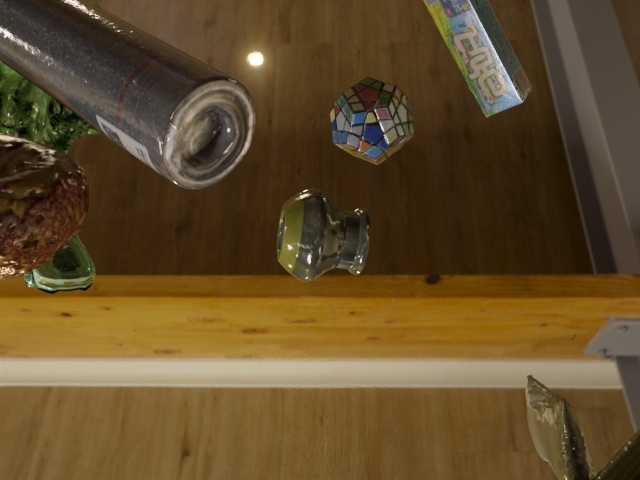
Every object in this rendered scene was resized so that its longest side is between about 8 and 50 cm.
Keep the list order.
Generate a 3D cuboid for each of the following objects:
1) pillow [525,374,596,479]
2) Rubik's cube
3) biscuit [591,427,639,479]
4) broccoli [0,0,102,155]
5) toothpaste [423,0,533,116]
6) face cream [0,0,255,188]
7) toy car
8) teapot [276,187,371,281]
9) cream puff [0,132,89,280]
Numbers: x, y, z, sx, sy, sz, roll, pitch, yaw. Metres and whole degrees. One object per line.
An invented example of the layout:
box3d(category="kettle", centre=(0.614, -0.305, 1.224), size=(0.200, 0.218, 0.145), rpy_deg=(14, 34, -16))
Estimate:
box3d(category="pillow", centre=(0.362, 0.299, 0.900), size=(0.050, 0.230, 0.148), rpy_deg=(-5, -95, 4))
box3d(category="Rubik's cube", centre=(0.067, -0.151, 0.742), size=(0.093, 0.111, 0.111), rpy_deg=(-11, -133, 39))
box3d(category="biscuit", centre=(0.357, 0.346, 0.702), size=(0.323, 0.038, 0.099), rpy_deg=(-32, -109, -25))
box3d(category="broccoli", centre=(-0.413, -0.256, 0.854), size=(0.246, 0.265, 0.294), rpy_deg=(-5, -126, 43))
box3d(category="toothpaste", centre=(0.159, -0.232, 0.648), size=(0.070, 0.193, 0.044), rpy_deg=(-17, -157, 46))
box3d(category="face cream", centre=(-0.165, -0.128, 0.410), size=(0.284, 0.073, 0.073), rpy_deg=(33, -117, 28))
box3d(category="toy car", centre=(-0.379, 0.001, 0.808), size=(0.094, 0.058, 0.186), rpy_deg=(-3, -138, -42))
box3d(category="teapot", centre=(0.000, 0.000, 0.818), size=(0.119, 0.165, 0.130), rpy_deg=(7, -109, -11))
box3d(category="cream puff", centre=(-0.242, -0.021, 0.407), size=(0.149, 0.084, 0.149), rpy_deg=(8, -155, -4))
